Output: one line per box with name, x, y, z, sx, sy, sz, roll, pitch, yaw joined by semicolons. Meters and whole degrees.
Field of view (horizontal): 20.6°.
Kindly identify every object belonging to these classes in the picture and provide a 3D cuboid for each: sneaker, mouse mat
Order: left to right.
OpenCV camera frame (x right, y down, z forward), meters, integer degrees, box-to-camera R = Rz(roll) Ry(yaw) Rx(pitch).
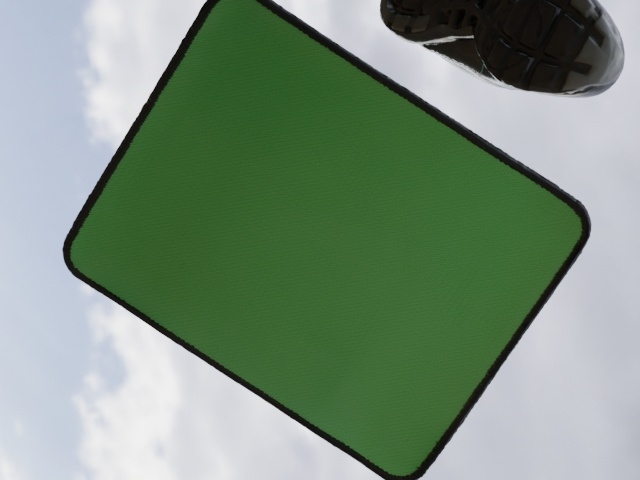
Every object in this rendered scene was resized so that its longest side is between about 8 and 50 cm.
mouse mat;0.000;0.000;0.751;0.153;0.189;0.007;-57;-179;17
sneaker;0.161;-0.167;1.405;0.267;0.106;0.101;33;-85;52
